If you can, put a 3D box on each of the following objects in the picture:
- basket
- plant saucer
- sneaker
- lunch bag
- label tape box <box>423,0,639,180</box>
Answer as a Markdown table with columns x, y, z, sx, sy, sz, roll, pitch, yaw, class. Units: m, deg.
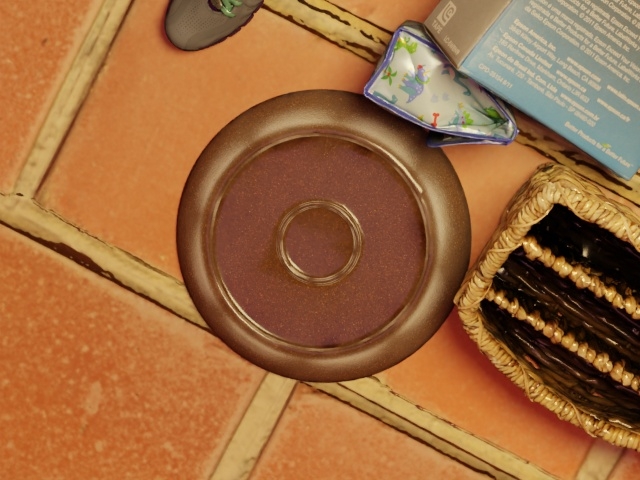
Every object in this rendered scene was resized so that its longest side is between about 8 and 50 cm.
| x | y | z | sx | sy | sz | roll | pitch | yaw | class |
| --- | --- | --- | --- | --- | --- | --- | --- | --- | --- |
| 0.284 | 0.087 | 1.575 | 0.299 | 0.223 | 0.213 | 33 | 100 | -1 | basket |
| 0.000 | 0.000 | 1.678 | 0.311 | 0.050 | 0.310 | 1 | 98 | 6 | plant saucer |
| -0.075 | -0.274 | 1.619 | 0.224 | 0.098 | 0.083 | -41 | 92 | 9 | sneaker |
| 0.126 | -0.145 | 1.603 | 0.151 | 0.129 | 0.096 | 28 | 104 | -1 | lunch bag |
| 0.297 | -0.253 | 1.518 | 0.241 | 0.106 | 0.333 | 29 | 108 | -31 | label tape box |
